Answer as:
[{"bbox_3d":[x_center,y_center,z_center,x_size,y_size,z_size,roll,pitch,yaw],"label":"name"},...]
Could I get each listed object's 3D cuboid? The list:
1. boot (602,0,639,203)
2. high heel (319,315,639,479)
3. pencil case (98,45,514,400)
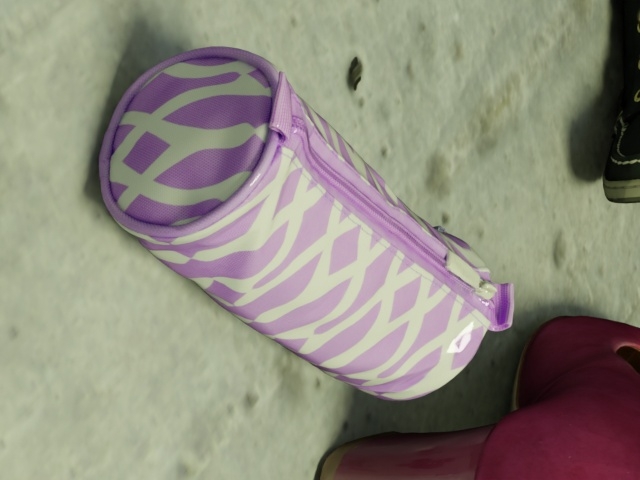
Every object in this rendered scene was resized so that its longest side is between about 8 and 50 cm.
[{"bbox_3d":[0.211,-0.133,1.005,0.236,0.085,0.179,-43,123,-58],"label":"boot"},{"bbox_3d":[0.167,0.113,0.833,0.377,0.181,0.127,-16,103,-57],"label":"high heel"},{"bbox_3d":[0.000,0.000,0.657,0.206,0.088,0.086,35,59,-52],"label":"pencil case"}]
